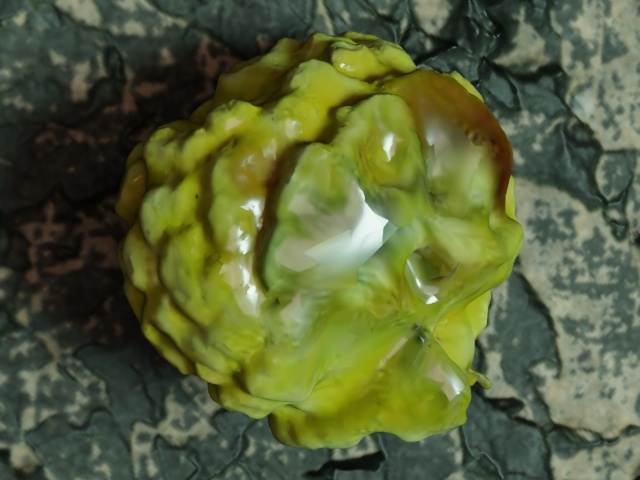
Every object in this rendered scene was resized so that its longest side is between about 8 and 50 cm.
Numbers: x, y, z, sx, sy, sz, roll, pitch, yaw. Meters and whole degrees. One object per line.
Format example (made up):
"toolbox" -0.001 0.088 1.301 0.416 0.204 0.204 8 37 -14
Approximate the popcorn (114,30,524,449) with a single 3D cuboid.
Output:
"popcorn" 0.003 -0.001 0.629 0.218 0.169 0.189 -37 112 -26
